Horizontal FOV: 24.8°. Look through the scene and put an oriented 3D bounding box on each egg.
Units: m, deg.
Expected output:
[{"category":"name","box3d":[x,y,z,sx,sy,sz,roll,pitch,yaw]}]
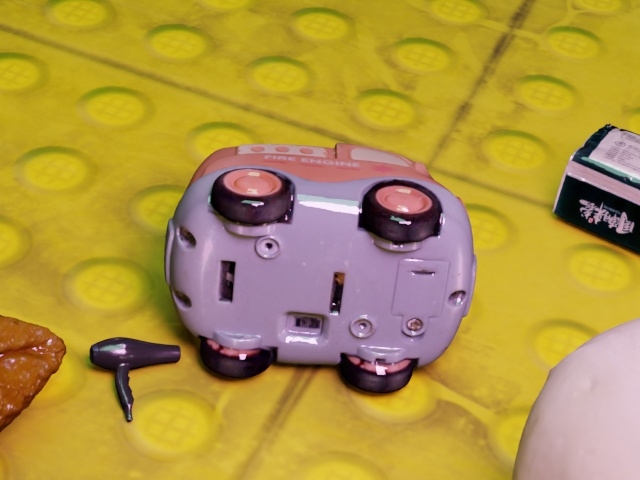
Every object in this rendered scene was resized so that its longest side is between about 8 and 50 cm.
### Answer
[{"category":"egg","box3d":[0.298,0.185,1.038,0.345,0.283,0.283,-2,39,-30]}]

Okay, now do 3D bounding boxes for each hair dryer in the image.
[{"category":"hair dryer","box3d":[-0.155,0.120,1.238,0.079,0.031,0.083,3,52,-21]}]

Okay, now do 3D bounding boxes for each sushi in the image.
[{"category":"sushi","box3d":[-0.319,0.111,1.132,0.149,0.140,0.287,52,45,-8]}]

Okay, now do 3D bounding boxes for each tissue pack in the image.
[{"category":"tissue pack","box3d":[0.335,-0.043,1.468,0.170,0.090,0.103,28,43,19]}]

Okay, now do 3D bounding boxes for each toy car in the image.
[{"category":"toy car","box3d":[0.000,0.000,1.298,0.270,0.181,0.212,6,29,-2]}]
